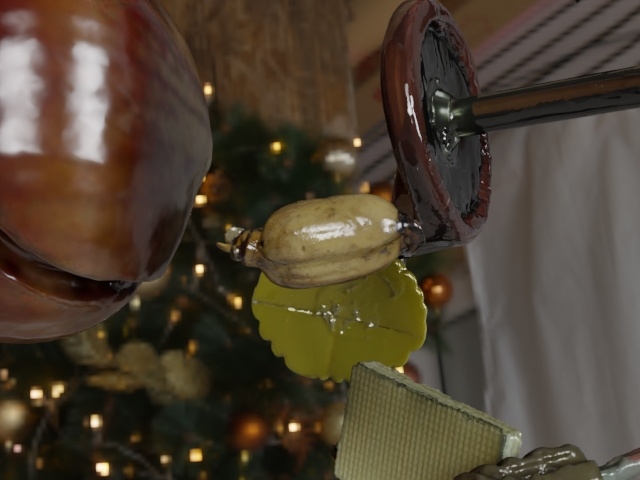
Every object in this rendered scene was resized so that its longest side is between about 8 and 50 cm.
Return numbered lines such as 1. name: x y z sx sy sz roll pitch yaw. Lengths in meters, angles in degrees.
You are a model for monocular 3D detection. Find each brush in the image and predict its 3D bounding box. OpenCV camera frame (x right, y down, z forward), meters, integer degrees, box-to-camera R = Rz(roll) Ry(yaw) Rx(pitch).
1. brush: 0.237 0.194 1.156 0.301 0.071 0.084 -12 121 -26

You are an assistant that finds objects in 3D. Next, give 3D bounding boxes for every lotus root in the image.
1. lotus root: 0.000 0.000 1.022 0.151 0.063 0.072 -5 146 -3

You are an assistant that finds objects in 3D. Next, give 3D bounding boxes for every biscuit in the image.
1. biscuit: 0.092 0.191 1.244 0.040 0.121 0.199 3 -167 -40

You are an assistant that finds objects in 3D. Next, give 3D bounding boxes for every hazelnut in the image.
1. hazelnut: -0.283 -0.106 1.363 0.359 0.409 0.359 -5 178 0

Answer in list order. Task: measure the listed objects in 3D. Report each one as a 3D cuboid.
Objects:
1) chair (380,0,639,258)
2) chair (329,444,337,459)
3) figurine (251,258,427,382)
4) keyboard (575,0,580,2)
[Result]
1. chair: 0.210 -0.114 1.156 0.401 0.227 0.226 -10 157 23
2. chair: 0.104 0.232 1.426 0.106 0.229 0.113 19 105 -29
3. figurine: 0.040 0.059 1.688 0.187 0.168 0.315 -15 -175 9
4. keyboard: 0.234 -0.336 1.387 0.015 0.196 0.074 -9 162 -40
